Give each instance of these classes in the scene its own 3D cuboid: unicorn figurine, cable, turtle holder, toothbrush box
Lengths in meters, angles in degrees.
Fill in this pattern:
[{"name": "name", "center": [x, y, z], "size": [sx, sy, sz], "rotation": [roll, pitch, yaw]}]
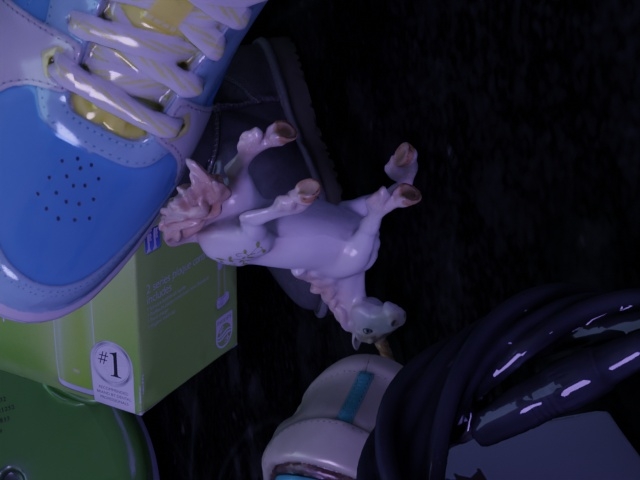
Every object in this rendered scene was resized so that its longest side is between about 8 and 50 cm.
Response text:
[{"name": "unicorn figurine", "center": [0.000, 0.000, 0.659], "size": [0.111, 0.162, 0.060], "rotation": [-50, 24, 45]}, {"name": "cable", "center": [0.085, 0.080, 0.395], "size": [0.184, 0.150, 0.047], "rotation": [12, 148, 48]}, {"name": "turtle holder", "center": [-0.285, 0.211, 1.347], "size": [0.320, 0.243, 0.227], "rotation": [48, 177, 15]}, {"name": "toothbrush box", "center": [-0.172, -0.053, 0.953], "size": [0.206, 0.122, 0.283], "rotation": [14, 116, 27]}]

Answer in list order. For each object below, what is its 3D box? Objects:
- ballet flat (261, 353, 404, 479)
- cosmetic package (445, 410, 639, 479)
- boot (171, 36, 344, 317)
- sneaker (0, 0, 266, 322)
[{"name": "ballet flat", "center": [0.007, 0.124, 0.721], "size": [0.248, 0.086, 0.086], "rotation": [107, 150, -63]}, {"name": "cosmetic package", "center": [0.111, 0.283, 0.433], "size": [0.377, 0.098, 0.284], "rotation": [-120, 27, -49]}, {"name": "boot", "center": [-0.101, -0.028, 0.762], "size": [0.076, 0.209, 0.189], "rotation": [107, 150, -53]}, {"name": "sneaker", "center": [-0.066, -0.114, 0.607], "size": [0.208, 0.127, 0.319], "rotation": [-1, 67, 67]}]
